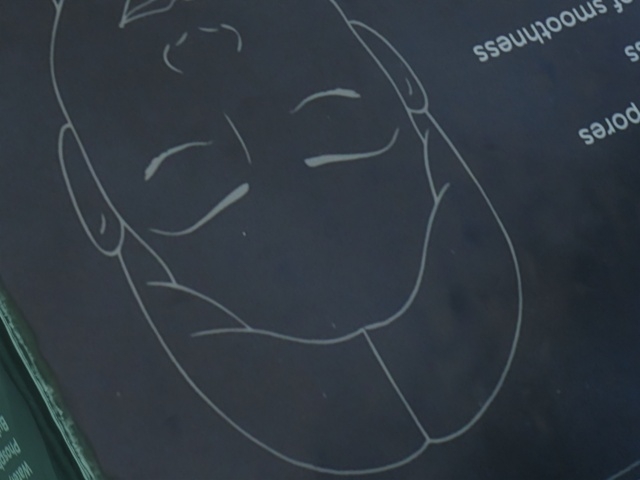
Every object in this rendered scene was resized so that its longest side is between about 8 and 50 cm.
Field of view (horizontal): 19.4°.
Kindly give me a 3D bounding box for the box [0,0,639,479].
[{"bbox_3d":[0.000,0.000,0.975,0.471,0.480,0.297,60,-32,12],"label":"box"}]
